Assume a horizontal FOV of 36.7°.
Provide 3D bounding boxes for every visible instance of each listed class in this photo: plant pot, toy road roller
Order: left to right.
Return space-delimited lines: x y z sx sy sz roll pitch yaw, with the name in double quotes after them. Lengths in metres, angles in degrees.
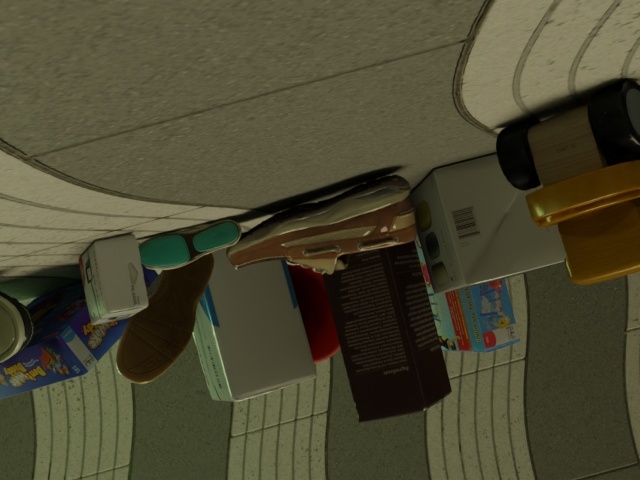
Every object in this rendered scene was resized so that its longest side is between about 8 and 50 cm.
-0.090 0.172 2.482 0.275 0.274 0.243 -12 -175 -32 "plant pot"
0.413 -0.074 1.347 0.203 0.240 0.330 -19 173 41 "toy road roller"

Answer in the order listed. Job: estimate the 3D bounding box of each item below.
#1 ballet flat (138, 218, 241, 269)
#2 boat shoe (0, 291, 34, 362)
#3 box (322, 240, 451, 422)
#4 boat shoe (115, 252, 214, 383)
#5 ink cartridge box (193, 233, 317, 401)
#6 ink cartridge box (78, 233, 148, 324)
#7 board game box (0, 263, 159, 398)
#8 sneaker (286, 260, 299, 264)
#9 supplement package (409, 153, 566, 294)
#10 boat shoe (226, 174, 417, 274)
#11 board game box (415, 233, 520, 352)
-0.203 0.008 1.494 0.168 0.057 0.052 -14 -176 -11 "ballet flat"
-0.527 0.137 1.539 0.113 0.127 0.340 -11 175 -45 "boat shoe"
0.114 0.122 1.765 0.143 0.381 0.191 -17 174 21 "box"
-0.256 0.127 1.569 0.096 0.098 0.277 -43 -163 49 "boat shoe"
-0.155 0.156 1.888 0.166 0.285 0.395 -14 175 -14 "ink cartridge box"
-0.309 0.060 1.433 0.063 0.109 0.150 -9 173 -24 "ink cartridge box"
-0.455 0.158 1.674 0.347 0.078 0.233 -19 -159 40 "board game box"
0.001 0.001 1.926 0.171 0.063 0.075 -18 177 -28 "sneaker"
0.289 -0.028 1.678 0.198 0.199 0.262 -14 175 -5 "supplement package"
0.000 0.000 1.504 0.325 0.116 0.123 -17 -169 26 "boat shoe"
0.282 0.083 2.096 0.086 0.308 0.302 -14 180 -21 "board game box"
